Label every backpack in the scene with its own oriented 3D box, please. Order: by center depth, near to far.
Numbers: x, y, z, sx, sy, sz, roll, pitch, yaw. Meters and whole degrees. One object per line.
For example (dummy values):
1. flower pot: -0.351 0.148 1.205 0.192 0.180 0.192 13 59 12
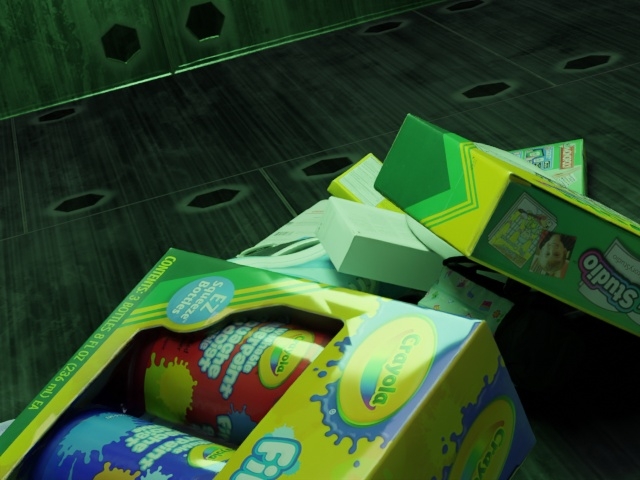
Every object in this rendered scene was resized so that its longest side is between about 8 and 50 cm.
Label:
1. backpack: 0.187 0.094 1.758 0.182 0.152 0.115 28 79 46

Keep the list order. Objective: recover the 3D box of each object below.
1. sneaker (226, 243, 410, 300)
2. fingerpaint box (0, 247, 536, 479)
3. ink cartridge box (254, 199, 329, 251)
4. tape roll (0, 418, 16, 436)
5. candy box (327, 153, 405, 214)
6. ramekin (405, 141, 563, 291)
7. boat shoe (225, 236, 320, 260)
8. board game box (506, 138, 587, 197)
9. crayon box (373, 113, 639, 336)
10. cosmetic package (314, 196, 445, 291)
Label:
1. sneaker: 0.024 0.095 1.950 0.319 0.127 0.208 -13 31 -29
2. fingerpaint box: -0.102 0.231 1.287 0.371 0.163 0.445 13 51 41
3. ink cartridge box: 0.000 0.000 2.295 0.104 0.060 0.180 0 23 36
4. tape roll: -0.284 0.272 1.557 0.189 0.080 0.189 -1 46 2
5. candy box: 0.113 -0.026 2.131 0.105 0.206 0.027 -37 -13 -52
6. ramekin: 0.220 -0.036 1.965 0.207 0.109 0.207 22 21 -9
7. boat shoe: -0.061 0.050 2.115 0.302 0.114 0.091 -15 25 -8
8. board game box: 0.283 -0.065 2.314 0.213 0.046 0.317 -8 19 13
9. crayon box: 0.274 0.004 1.718 0.363 0.106 0.313 24 6 -21
10. cosmetic package: 0.119 0.017 1.967 0.239 0.060 0.099 13 23 -26
